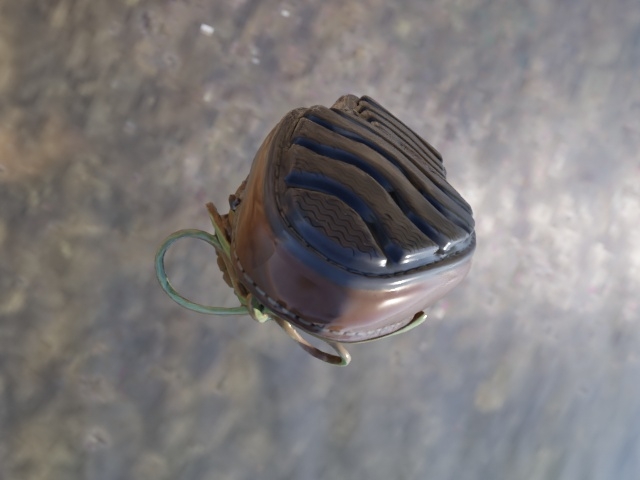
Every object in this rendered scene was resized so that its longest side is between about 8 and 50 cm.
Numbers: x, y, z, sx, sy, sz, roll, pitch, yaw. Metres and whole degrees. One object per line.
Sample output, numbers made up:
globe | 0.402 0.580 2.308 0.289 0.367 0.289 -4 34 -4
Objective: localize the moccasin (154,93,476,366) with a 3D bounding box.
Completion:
moccasin | -0.003 -0.002 0.918 0.147 0.139 0.380 -52 -172 9
